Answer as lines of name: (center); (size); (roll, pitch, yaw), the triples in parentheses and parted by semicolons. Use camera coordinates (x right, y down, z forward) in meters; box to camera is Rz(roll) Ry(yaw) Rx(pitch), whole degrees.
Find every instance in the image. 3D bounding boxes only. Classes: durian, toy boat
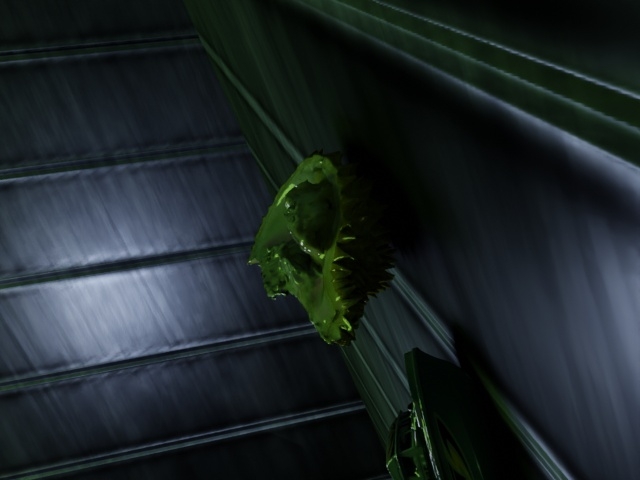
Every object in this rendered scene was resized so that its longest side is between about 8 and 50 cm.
durian: (0.000, 0.000, 0.694); (0.306, 0.167, 0.172); (-129, 17, -62)
toy boat: (0.144, 0.250, 0.698); (0.114, 0.122, 0.296); (-62, -46, -68)
